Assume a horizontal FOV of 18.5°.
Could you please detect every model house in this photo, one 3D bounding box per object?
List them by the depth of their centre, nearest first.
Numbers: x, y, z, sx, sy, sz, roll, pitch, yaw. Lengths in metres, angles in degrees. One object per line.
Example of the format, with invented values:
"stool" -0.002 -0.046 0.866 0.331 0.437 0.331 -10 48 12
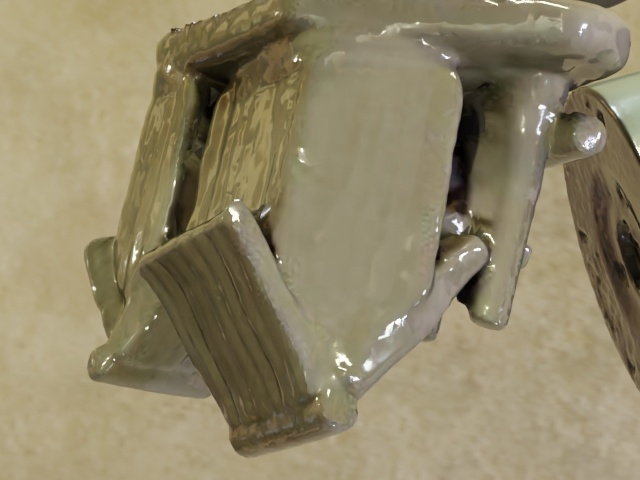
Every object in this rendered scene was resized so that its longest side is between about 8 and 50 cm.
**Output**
"model house" -0.004 -0.008 0.749 0.229 0.122 0.188 -9 58 59

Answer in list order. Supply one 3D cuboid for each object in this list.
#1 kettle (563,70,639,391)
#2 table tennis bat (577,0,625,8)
"kettle" 0.246 -0.016 0.910 0.236 0.221 0.161 -17 74 -6
"table tennis bat" 0.199 -0.192 1.231 0.236 0.150 0.027 -12 61 -3
